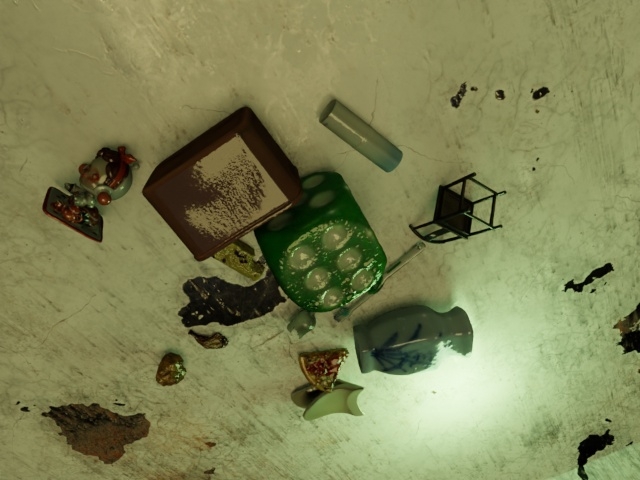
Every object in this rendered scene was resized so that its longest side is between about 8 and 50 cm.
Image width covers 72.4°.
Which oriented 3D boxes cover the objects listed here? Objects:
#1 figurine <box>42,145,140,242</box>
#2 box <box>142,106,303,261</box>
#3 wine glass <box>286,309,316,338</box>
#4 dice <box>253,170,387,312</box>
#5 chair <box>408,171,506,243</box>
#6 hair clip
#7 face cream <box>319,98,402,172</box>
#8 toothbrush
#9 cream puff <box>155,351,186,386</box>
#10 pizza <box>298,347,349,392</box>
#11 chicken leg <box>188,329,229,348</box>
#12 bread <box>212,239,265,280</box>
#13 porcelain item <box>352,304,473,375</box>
[{"bbox_3d":[-0.570,-0.148,1.141,0.226,0.183,0.160,-47,127,4],"label":"figurine"},{"bbox_3d":[-0.252,-0.155,1.141,0.339,0.239,0.229,-30,118,10],"label":"box"},{"bbox_3d":[-0.030,0.257,1.518,0.079,0.079,0.195,35,109,-26],"label":"wine glass"},{"bbox_3d":[0.000,0.000,1.240,0.287,0.300,0.297,-28,121,5],"label":"dice"},{"bbox_3d":[0.421,-0.085,1.361,0.154,0.142,0.260,24,159,-21],"label":"chair"},{"bbox_3d":[0.029,0.637,1.750,0.281,0.113,0.173,-11,123,-10],"label":"hair clip"},{"bbox_3d":[0.116,-0.286,1.214,0.250,0.077,0.077,32,111,-24],"label":"face cream"},{"bbox_3d":[0.204,0.151,1.516,0.418,0.042,0.040,-42,131,16],"label":"toothbrush"},{"bbox_3d":[-0.522,0.459,1.539,0.094,0.116,0.122,19,132,-6],"label":"cream puff"},{"bbox_3d":[0.022,0.468,1.651,0.193,0.053,0.201,-45,102,3],"label":"pizza"},{"bbox_3d":[-0.395,0.350,1.539,0.144,0.037,0.062,9,97,-15],"label":"chicken leg"},{"bbox_3d":[-0.266,0.045,1.367,0.226,0.049,0.088,34,110,-26],"label":"bread"},{"bbox_3d":[0.328,0.360,1.583,0.404,0.178,0.243,-8,123,-1],"label":"porcelain item"}]
